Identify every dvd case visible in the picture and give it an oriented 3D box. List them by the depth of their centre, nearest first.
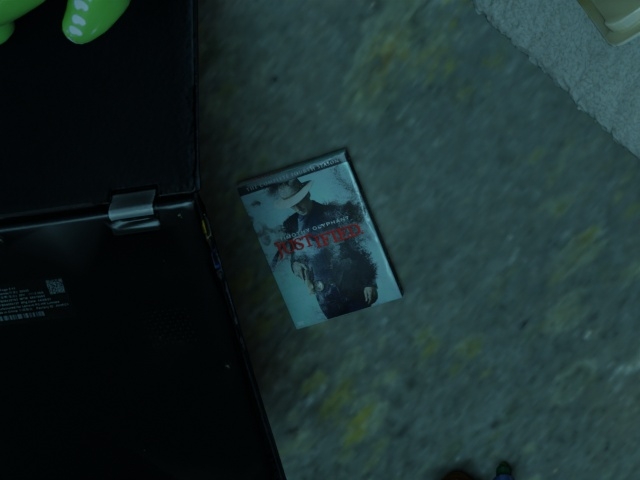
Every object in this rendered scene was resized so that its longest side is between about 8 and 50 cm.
[{"bbox_3d":[0.000,0.000,1.302,0.087,0.013,0.119,-17,107,15],"label":"dvd case"}]

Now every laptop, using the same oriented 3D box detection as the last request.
[{"bbox_3d":[-0.237,-0.018,1.260,0.381,0.236,0.408,-7,122,12],"label":"laptop"}]

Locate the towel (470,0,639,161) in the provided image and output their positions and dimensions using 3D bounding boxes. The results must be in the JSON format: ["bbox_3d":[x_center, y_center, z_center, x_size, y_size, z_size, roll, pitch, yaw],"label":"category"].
[{"bbox_3d":[0.222,-0.146,1.108,0.282,0.049,0.187,47,116,32],"label":"towel"}]

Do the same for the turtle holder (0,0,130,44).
[{"bbox_3d":[-0.193,-0.250,1.041,0.227,0.320,0.243,37,87,-31],"label":"turtle holder"}]

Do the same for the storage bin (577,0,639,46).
[{"bbox_3d":[0.092,-0.269,0.998,0.123,0.260,0.262,-42,130,16],"label":"storage bin"}]

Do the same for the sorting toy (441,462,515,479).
[{"bbox_3d":[0.129,0.198,1.352,0.102,0.042,0.061,20,130,-12],"label":"sorting toy"}]
